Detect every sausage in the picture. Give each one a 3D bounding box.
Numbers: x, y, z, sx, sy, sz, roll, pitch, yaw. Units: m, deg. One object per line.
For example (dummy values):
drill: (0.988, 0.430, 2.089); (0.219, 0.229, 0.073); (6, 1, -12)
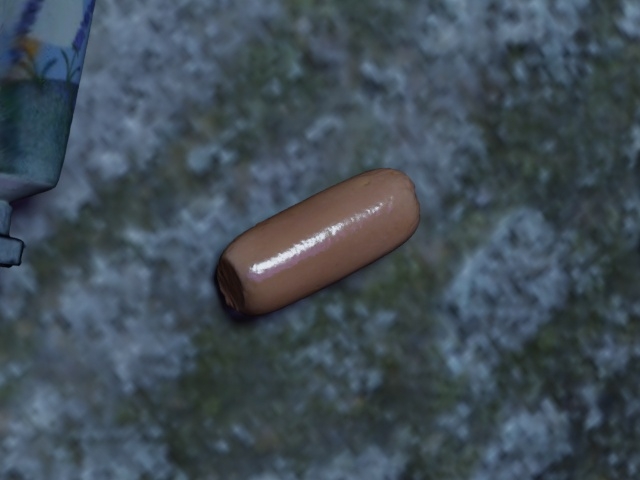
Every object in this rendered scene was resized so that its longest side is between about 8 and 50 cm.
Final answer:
sausage: (0.000, 0.000, 0.662); (0.083, 0.034, 0.034); (-27, 104, -16)

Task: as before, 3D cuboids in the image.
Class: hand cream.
hand cream: (-0.107, -0.127, 0.604); (0.091, 0.058, 0.271); (9, 87, -20)
